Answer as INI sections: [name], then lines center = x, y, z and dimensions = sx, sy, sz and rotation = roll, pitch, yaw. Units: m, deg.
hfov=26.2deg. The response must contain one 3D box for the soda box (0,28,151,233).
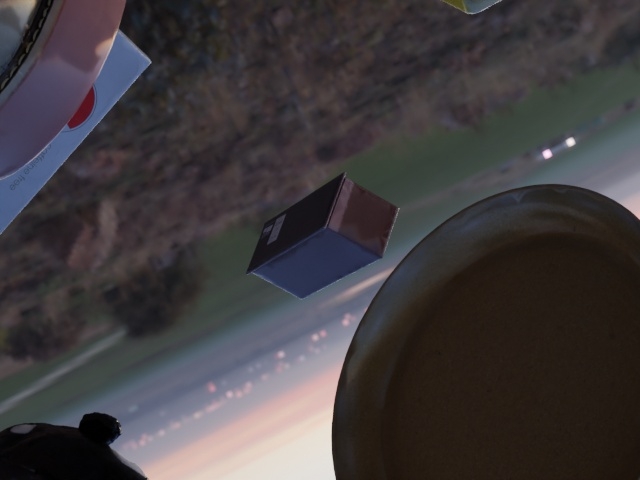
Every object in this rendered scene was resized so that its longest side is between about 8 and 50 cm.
[soda box]
center = -0.242, -0.097, 1.134
dimensions = 0.216, 0.074, 0.069
rotation = -49, -149, -1

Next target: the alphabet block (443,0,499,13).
[alphabet block]
center = 0.119, -0.293, 0.923
dimensions = 0.197, 0.193, 0.192
rotation = -28, -156, -5

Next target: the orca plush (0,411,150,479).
[orca plush]
center = -0.218, 0.249, 1.223
dimensions = 0.151, 0.287, 0.102
rotation = -55, 150, 14

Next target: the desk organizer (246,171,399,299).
[desk organizer]
center = 0.000, 0.000, 1.012
dimensions = 0.130, 0.050, 0.047
rotation = -30, -144, 58

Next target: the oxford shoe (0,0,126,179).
[oxford shoe]
center = -0.180, -0.215, 0.734
dimensions = 0.140, 0.397, 0.146
rotation = -37, 127, 27

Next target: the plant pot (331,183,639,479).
[plant pot]
center = 0.104, 0.081, 0.768
dimensions = 0.236, 0.236, 0.032
rotation = -29, 138, 31
